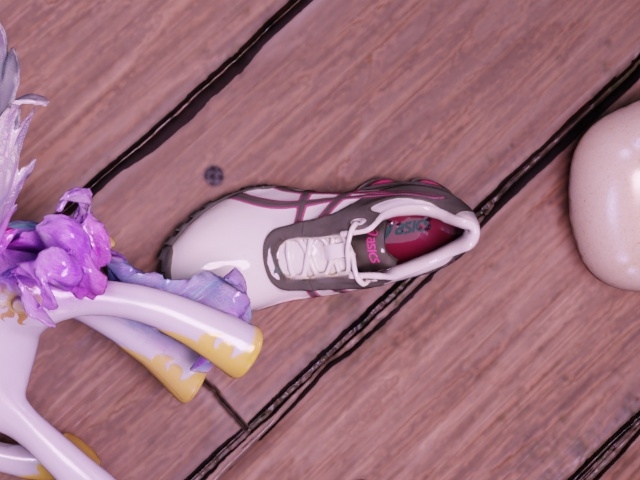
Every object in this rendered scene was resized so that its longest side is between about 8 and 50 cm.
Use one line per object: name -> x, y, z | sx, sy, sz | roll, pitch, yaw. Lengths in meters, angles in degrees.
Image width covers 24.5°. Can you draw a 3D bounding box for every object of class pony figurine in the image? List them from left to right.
pony figurine -> -0.237, 0.043, 1.103 | 0.363, 0.303, 0.351 | 26, 102, -20

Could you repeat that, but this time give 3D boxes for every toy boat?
toy boat -> 0.343, -0.114, 1.316 | 0.268, 0.148, 0.318 | -6, 102, -10

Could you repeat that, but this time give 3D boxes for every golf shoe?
golf shoe -> 0.000, 0.000, 1.230 | 0.273, 0.120, 0.105 | -13, 98, -13
